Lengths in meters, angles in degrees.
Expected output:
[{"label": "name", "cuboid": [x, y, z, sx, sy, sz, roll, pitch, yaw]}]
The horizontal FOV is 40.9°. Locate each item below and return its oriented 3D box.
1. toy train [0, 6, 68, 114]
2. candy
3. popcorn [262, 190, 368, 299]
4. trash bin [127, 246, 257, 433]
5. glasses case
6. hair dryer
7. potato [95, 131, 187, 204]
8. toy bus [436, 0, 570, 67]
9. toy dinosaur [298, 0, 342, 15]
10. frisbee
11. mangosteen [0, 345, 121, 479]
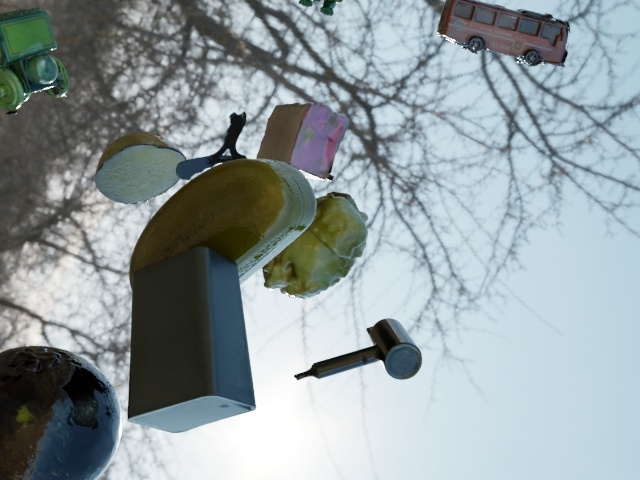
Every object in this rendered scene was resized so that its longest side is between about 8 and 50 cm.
[{"label": "toy train", "cuboid": [-0.624, -0.348, 1.679, 0.271, 0.188, 0.159, -1, -158, 35]}, {"label": "candy", "cuboid": [-0.044, -0.226, 1.942, 0.265, 0.115, 0.156, 19, -88, 68]}, {"label": "popcorn", "cuboid": [0.000, 0.000, 1.838, 0.286, 0.173, 0.225, -45, -175, 33]}, {"label": "trash bin", "cuboid": [-0.198, 0.150, 1.305, 0.164, 0.122, 0.241, -19, -119, 25]}, {"label": "glasses case", "cuboid": [-0.185, -0.008, 1.449, 0.371, 0.141, 0.173, -39, -107, 26]}, {"label": "hair dryer", "cuboid": [0.062, 0.227, 1.725, 0.195, 0.248, 0.078, -122, -161, -72]}, {"label": "potato", "cuboid": [-0.411, -0.185, 1.930, 0.202, 0.182, 0.117, -32, -128, 14]}, {"label": "toy bus", "cuboid": [0.326, -0.367, 1.520, 0.073, 0.234, 0.096, -104, -155, -70]}, {"label": "toy dinosaur", "cuboid": [-0.013, -0.681, 2.284, 0.153, 0.259, 0.094, -62, 163, -44]}, {"label": "frisbee", "cuboid": [-0.195, -0.201, 1.855, 0.012, 0.211, 0.187, 60, -45, 40]}, {"label": "mangosteen", "cuboid": [-0.460, 0.312, 1.385, 0.288, 0.288, 0.288, -50, -153, 38]}]
